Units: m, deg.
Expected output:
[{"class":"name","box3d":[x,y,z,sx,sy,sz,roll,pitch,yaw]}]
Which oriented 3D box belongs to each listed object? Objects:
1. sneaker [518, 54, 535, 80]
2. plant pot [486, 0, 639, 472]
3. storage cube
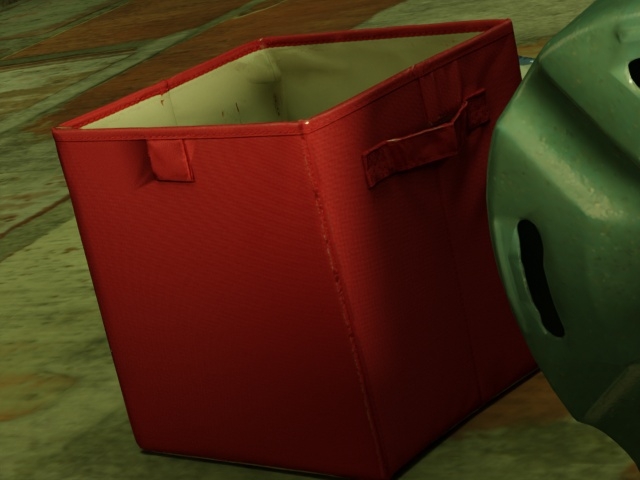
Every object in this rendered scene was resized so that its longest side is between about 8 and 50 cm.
[{"class":"sneaker","box3d":[0.132,-0.046,1.200,0.131,0.112,0.296,-51,9,-12]},{"class":"plant pot","box3d":[0.267,-0.050,0.769,0.334,0.341,0.341,-34,25,-33]},{"class":"storage cube","box3d":[0.000,0.000,1.002,0.215,0.193,0.184,2,22,41]}]
